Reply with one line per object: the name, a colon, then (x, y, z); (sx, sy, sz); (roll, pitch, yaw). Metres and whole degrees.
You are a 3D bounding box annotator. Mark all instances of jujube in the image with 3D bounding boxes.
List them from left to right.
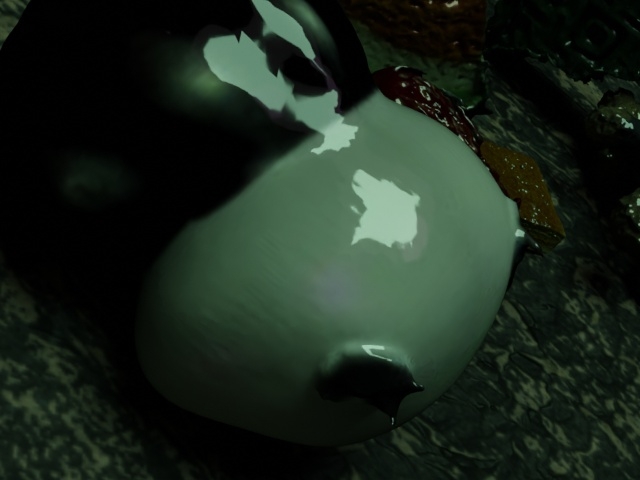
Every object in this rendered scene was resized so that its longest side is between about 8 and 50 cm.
jujube: (0.081, -0.057, 1.003); (0.104, 0.104, 0.166); (-26, 81, -52)

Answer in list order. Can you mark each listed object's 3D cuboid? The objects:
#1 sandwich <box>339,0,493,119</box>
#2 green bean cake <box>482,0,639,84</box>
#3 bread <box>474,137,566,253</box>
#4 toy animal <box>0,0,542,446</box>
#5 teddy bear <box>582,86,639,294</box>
sandwich: (0.028, -0.226, 1.063); (0.292, 0.212, 0.109); (6, 31, -19)
green bean cake: (0.282, -0.211, 1.246); (0.208, 0.193, 0.107); (41, 34, 10)
bread: (0.160, -0.040, 1.100); (0.090, 0.035, 0.094); (16, 41, -29)
toy animal: (-0.033, -0.025, 0.760); (0.310, 0.251, 0.251); (39, 35, 11)
teddy bear: (0.323, -0.049, 1.174); (0.251, 0.129, 0.182); (-95, 160, -50)
